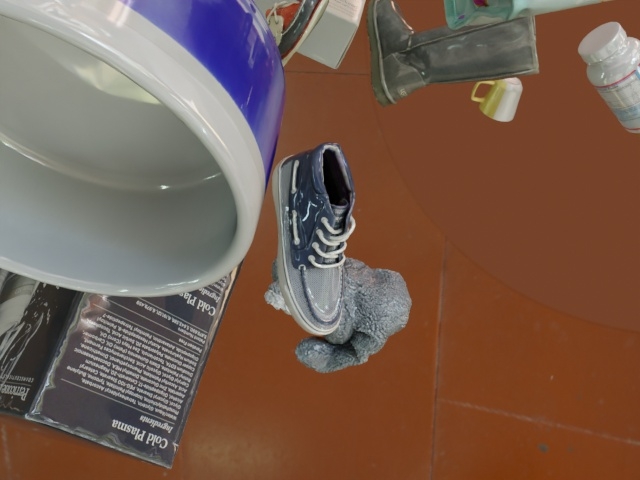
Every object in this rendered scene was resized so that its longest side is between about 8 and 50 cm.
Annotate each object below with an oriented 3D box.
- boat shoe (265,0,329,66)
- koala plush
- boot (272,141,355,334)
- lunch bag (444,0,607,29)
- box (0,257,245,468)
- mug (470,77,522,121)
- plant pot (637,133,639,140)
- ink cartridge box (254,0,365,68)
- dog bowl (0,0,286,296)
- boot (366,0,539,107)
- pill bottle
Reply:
[{"bbox_3d":[-0.033,-0.189,0.645,0.043,0.049,0.137,39,161,-12],"label":"boat shoe"},{"bbox_3d":[0.012,0.077,1.157,0.221,0.196,0.203,40,144,-27],"label":"koala plush"},{"bbox_3d":[0.000,0.000,0.721,0.086,0.069,0.190,-16,86,57],"label":"boot"},{"bbox_3d":[0.194,-0.305,0.514,0.223,0.160,0.263,-12,104,-8],"label":"lunch bag"},{"bbox_3d":[-0.285,0.080,0.878,0.343,0.179,0.313,-8,58,45],"label":"box"},{"bbox_3d":[0.303,-0.244,1.215,0.062,0.078,0.064,59,145,36],"label":"mug"},{"bbox_3d":[0.618,-0.214,1.190,0.212,0.187,0.212,-21,79,34],"label":"plant pot"},{"bbox_3d":[-0.010,-0.308,0.867,0.127,0.175,0.072,22,141,-10],"label":"ink cartridge box"},{"bbox_3d":[-0.157,-0.076,0.430,0.264,0.104,0.265,9,147,6],"label":"dog bowl"},{"bbox_3d":[0.168,-0.268,0.927,0.208,0.076,0.190,-15,66,26],"label":"boot"},{"bbox_3d":[0.452,-0.241,1.065,0.087,0.087,0.160,-32,118,30],"label":"pill bottle"}]
